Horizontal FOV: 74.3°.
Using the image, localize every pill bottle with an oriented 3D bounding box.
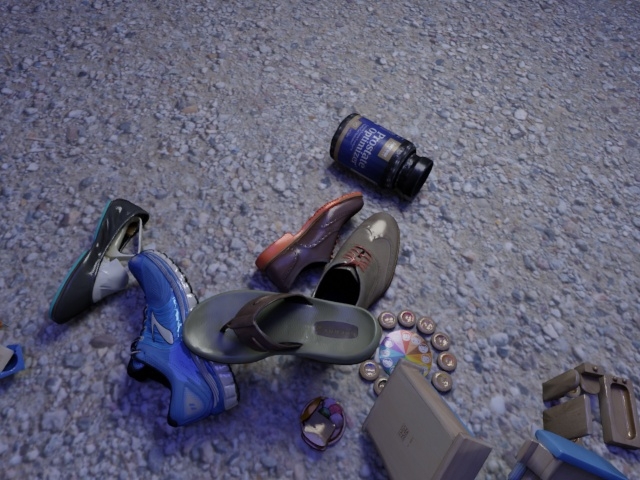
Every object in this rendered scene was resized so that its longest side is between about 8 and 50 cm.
[{"bbox_3d":[0.140,-0.192,0.972,0.219,0.122,0.123,33,61,17],"label":"pill bottle"}]

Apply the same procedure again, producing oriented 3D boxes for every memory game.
[{"bbox_3d":[0.158,0.210,0.774,0.187,0.012,0.186,2,56,-2],"label":"memory game"}]

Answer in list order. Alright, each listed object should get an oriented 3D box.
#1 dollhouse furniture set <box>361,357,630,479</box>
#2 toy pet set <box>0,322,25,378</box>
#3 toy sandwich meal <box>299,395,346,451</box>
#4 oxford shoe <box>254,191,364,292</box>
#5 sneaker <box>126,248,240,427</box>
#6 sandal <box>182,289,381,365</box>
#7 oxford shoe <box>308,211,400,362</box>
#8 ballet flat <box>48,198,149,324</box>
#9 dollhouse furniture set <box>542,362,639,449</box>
[{"bbox_3d":[0.226,0.372,0.637,0.304,0.198,0.286,26,96,-15],"label":"dollhouse furniture set"},{"bbox_3d":[-0.556,0.198,0.721,0.114,0.065,0.122,-12,47,31],"label":"toy pet set"},{"bbox_3d":[0.003,0.298,0.696,0.086,0.029,0.085,2,57,-3],"label":"toy sandwich meal"},{"bbox_3d":[0.000,0.000,0.867,0.271,0.097,0.098,-38,82,-17],"label":"oxford shoe"},{"bbox_3d":[-0.267,0.155,0.713,0.147,0.129,0.330,-25,62,-21],"label":"sneaker"},{"bbox_3d":[-0.061,0.121,0.639,0.303,0.086,0.120,-1,61,6],"label":"sandal"},{"bbox_3d":[0.073,0.061,0.795,0.123,0.130,0.348,23,58,11],"label":"oxford shoe"},{"bbox_3d":[-0.405,0.034,0.808,0.096,0.095,0.280,15,56,-8],"label":"ballet flat"},{"bbox_3d":[0.469,0.269,0.690,0.152,0.123,0.144,13,57,5],"label":"dollhouse furniture set"}]
